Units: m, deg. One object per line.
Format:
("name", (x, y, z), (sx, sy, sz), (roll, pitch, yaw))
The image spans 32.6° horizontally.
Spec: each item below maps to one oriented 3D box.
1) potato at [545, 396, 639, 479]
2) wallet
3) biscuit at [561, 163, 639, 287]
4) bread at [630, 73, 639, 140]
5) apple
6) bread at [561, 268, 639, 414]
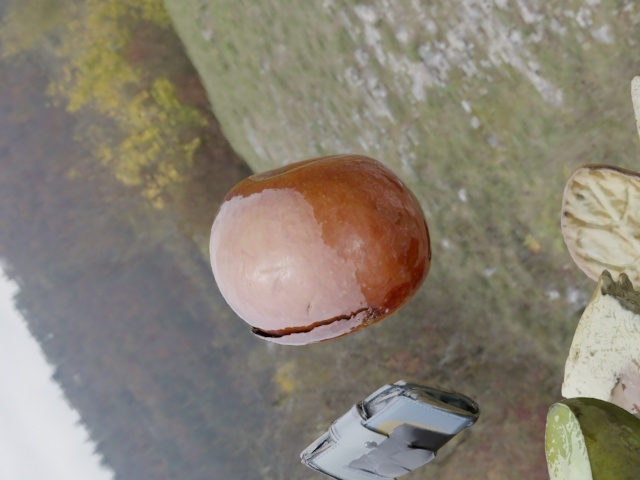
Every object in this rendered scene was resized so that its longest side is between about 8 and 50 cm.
("potato", (0.373, 0.324, 1.333), (0.298, 0.176, 0.141), (56, 149, 17))
("wallet", (0.095, 0.279, 1.535), (0.170, 0.231, 0.069), (24, -143, -34))
("biscuit", (0.492, -0.025, 1.782), (0.260, 0.203, 0.041), (48, -145, -19))
("bread", (0.322, -0.095, 0.959), (0.136, 0.154, 0.054), (45, 167, 0))
("apple", (0.000, 0.000, 1.332), (0.271, 0.251, 0.206), (0, 117, 55))
("bread", (0.462, 0.132, 1.457), (0.183, 0.211, 0.224), (40, 147, 42))
